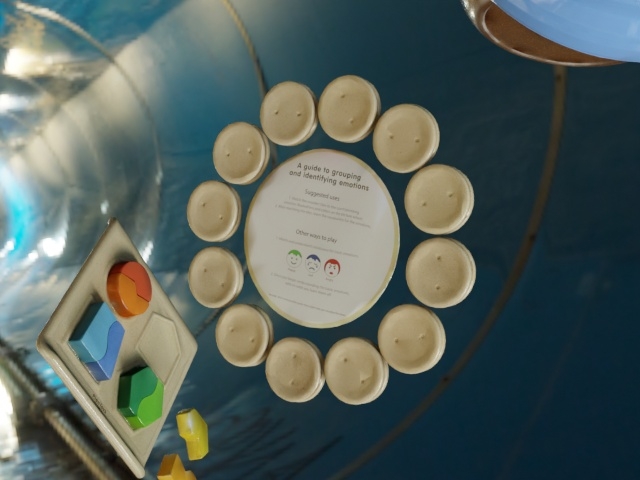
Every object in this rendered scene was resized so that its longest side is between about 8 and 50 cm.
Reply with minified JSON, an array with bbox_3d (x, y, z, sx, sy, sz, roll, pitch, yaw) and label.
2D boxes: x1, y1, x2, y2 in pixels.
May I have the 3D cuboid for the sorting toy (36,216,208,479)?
[{"bbox_3d":[-0.194,0.151,1.105,0.229,0.041,0.307,-75,146,-50],"label":"sorting toy"}]

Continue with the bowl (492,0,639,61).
[{"bbox_3d":[0.326,-0.360,0.997,0.077,0.391,0.391,95,-24,-62],"label":"bowl"}]

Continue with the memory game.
[{"bbox_3d":[0.000,0.000,0.530,0.186,0.012,0.186,-1,-92,31],"label":"memory game"}]

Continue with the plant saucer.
[{"bbox_3d":[0.335,-0.304,1.297,0.311,0.311,0.050,164,-61,-68],"label":"plant saucer"}]
